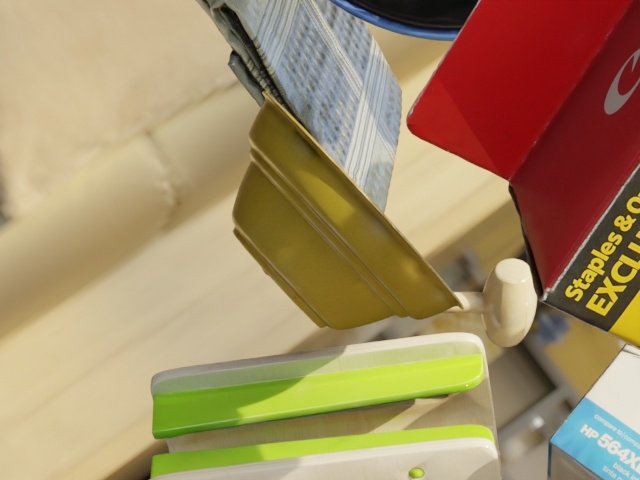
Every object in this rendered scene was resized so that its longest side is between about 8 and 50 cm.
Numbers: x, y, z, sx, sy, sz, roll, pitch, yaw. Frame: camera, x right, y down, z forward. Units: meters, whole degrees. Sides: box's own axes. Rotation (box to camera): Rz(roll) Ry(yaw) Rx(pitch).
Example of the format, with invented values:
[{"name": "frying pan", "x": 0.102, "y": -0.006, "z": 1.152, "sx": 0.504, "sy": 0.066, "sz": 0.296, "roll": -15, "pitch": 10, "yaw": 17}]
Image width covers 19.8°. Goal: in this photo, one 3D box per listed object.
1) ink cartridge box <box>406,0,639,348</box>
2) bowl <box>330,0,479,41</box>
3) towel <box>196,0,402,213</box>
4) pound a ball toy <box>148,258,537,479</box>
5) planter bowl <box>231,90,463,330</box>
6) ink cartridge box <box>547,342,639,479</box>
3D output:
[{"name": "ink cartridge box", "x": 0.231, "y": -0.091, "z": 0.883, "sx": 0.309, "sy": 0.272, "sz": 0.130, "roll": -59, "pitch": -163, "yaw": 23}, {"name": "bowl", "x": 0.107, "y": -0.352, "z": 1.548, "sx": 0.391, "sy": 0.391, "sz": 0.077, "roll": -41, "pitch": -174, "yaw": 28}, {"name": "towel", "x": -0.016, "y": -0.186, "z": 1.846, "sx": 0.056, "sy": 0.312, "sz": 0.324, "roll": -21, "pitch": -152, "yaw": 21}, {"name": "pound a ball toy", "x": 0.028, "y": 0.145, "z": 1.480, "sx": 0.319, "sy": 0.208, "sz": 0.136, "roll": -8, "pitch": 131, "yaw": 4}, {"name": "planter bowl", "x": 0.000, "y": 0.000, "z": 1.342, "sx": 0.090, "sy": 0.217, "sz": 0.217, "roll": -43, "pitch": 172, "yaw": 0}, {"name": "ink cartridge box", "x": 0.266, "y": 0.126, "z": 1.407, "sx": 0.203, "sy": 0.086, "sz": 0.148, "roll": -48, "pitch": 158, "yaw": -15}]
